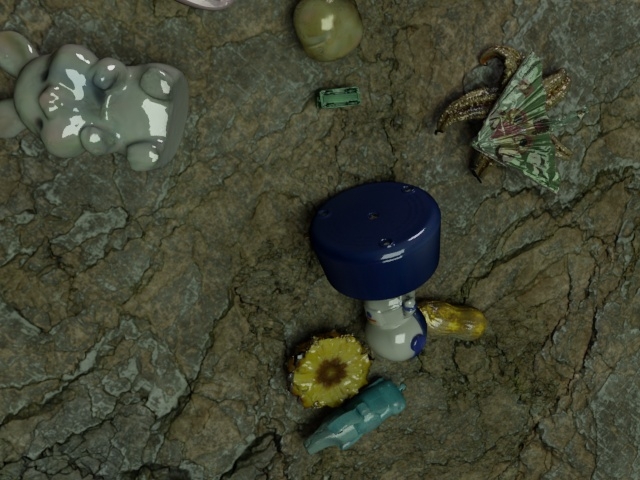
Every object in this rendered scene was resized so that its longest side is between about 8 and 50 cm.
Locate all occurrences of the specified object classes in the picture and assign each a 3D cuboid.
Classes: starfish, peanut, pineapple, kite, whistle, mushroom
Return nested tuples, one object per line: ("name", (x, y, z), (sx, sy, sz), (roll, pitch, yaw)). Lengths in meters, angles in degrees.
("starfish", (0.411, -0.261, 1.942), (0.312, 0.113, 0.303), (25, 98, -18))
("peanut", (0.294, 0.185, 2.086), (0.206, 0.087, 0.087), (11, 106, -26))
("pineapple", (0.013, 0.281, 2.021), (0.224, 0.076, 0.225), (-9, 117, -18))
("kite", (0.440, -0.236, 1.894), (0.267, 0.013, 0.323), (-14, 106, -7))
("whistle", (0.082, 0.407, 2.078), (0.273, 0.093, 0.186), (-32, 155, -7))
("mushroom", (0.015, -0.413, 1.724), (0.147, 0.112, 0.148), (-9, 115, -20))

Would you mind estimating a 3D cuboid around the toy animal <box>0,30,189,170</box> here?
("toy animal", (-0.418, -0.245, 1.585), (0.367, 0.241, 0.196), (9, 100, -9))

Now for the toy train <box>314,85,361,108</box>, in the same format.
("toy train", (0.033, -0.285, 1.813), (0.093, 0.056, 0.038), (-10, 97, -17))

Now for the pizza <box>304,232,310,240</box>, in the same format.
("pizza", (0.000, 0.000, 1.939), (0.083, 0.016, 0.037), (12, 105, -28))

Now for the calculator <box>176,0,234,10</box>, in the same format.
("calculator", (-0.227, -0.480, 1.654), (0.165, 0.024, 0.103), (12, 106, -26))

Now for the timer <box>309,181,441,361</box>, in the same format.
("timer", (0.141, 0.097, 1.917), (0.270, 0.270, 0.384), (-22, 126, -12))
